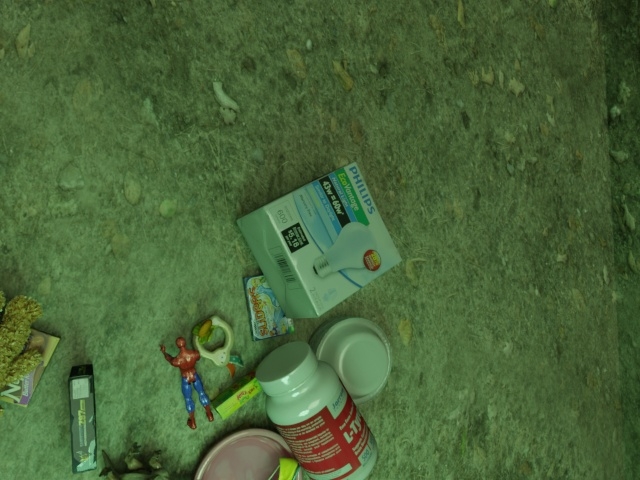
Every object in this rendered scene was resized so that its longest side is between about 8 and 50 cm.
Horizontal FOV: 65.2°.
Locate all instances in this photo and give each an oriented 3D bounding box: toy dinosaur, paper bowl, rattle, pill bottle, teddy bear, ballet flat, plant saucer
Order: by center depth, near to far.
[{"bbox_3d":[-0.793,0.277,1.180,0.245,0.113,0.338,47,63,-37],"label":"teddy bear"},{"bbox_3d":[-0.470,0.662,1.327,0.296,0.127,0.200,9,121,12],"label":"toy dinosaur"},{"bbox_3d":[-0.134,0.741,1.444,0.077,0.077,0.231,23,72,1],"label":"ballet flat"},{"bbox_3d":[-0.015,0.501,1.447,0.229,0.229,0.407,-36,110,-22],"label":"pill bottle"},{"bbox_3d":[-0.283,0.317,1.467,0.130,0.143,0.199,-28,91,-42],"label":"rattle"},{"bbox_3d":[-0.220,0.720,1.485,0.332,0.084,0.332,2,85,-24],"label":"plant saucer"},{"bbox_3d":[0.106,0.391,1.625,0.284,0.148,0.284,2,84,-25],"label":"paper bowl"}]

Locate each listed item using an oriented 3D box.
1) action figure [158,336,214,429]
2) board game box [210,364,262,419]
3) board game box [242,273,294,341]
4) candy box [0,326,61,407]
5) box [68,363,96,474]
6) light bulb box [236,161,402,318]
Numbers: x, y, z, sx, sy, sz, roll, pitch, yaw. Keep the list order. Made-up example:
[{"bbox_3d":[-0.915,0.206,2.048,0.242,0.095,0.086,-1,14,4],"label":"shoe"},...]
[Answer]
[{"bbox_3d":[-0.387,0.388,1.447,0.092,0.139,0.280,-18,115,-27],"label":"action figure"},{"bbox_3d":[-0.235,0.450,1.497,0.181,0.092,0.043,-35,98,-22],"label":"board game box"},{"bbox_3d":[-0.164,0.205,1.581,0.136,0.035,0.201,-9,89,-24],"label":"board game box"},{"bbox_3d":[-0.769,0.321,1.294,0.109,0.053,0.186,26,74,-19],"label":"candy box"},{"bbox_3d":[-0.608,0.448,1.282,0.059,0.183,0.232,-2,87,-23],"label":"box"},{"bbox_3d":[0.000,0.000,1.548,0.361,0.225,0.357,-31,98,-30],"label":"light bulb box"}]
